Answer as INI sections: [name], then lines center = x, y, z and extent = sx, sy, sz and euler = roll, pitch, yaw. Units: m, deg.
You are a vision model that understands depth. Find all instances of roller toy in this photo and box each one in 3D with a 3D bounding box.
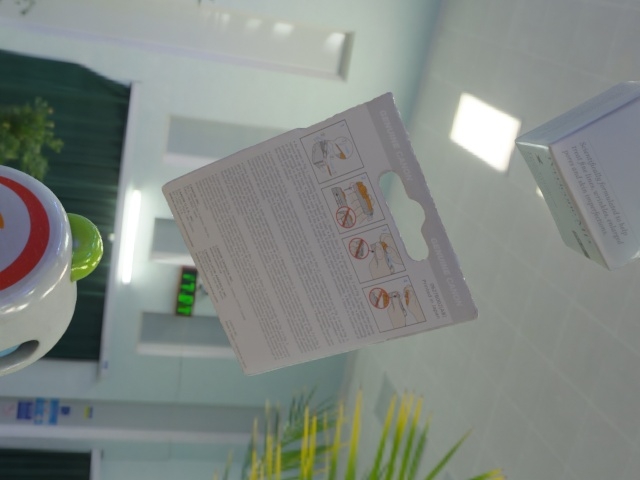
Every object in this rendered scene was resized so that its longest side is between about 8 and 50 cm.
[roller toy]
center = -0.345, 0.033, 0.847
extent = 0.191, 0.209, 0.146
euler = -58, 172, -36

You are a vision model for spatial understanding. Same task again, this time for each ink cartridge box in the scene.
[ink cartridge box]
center = 0.000, 0.000, 0.675
extent = 0.225, 0.056, 0.180
euler = -19, -83, 29

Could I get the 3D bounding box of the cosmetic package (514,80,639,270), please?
[cosmetic package]
center = 0.328, -0.078, 0.936
extent = 0.151, 0.152, 0.183
euler = 62, 6, -6
